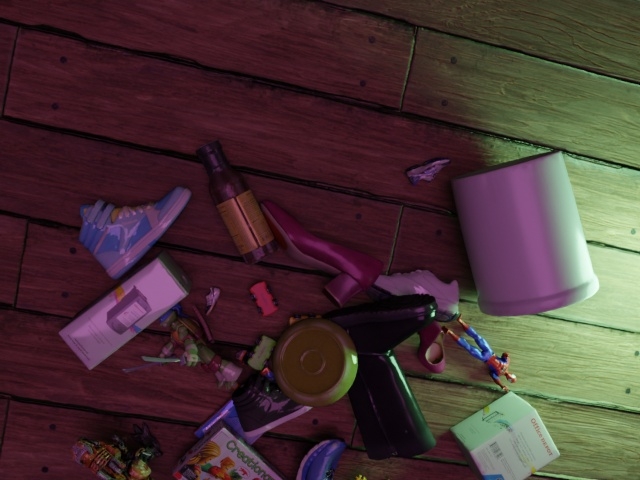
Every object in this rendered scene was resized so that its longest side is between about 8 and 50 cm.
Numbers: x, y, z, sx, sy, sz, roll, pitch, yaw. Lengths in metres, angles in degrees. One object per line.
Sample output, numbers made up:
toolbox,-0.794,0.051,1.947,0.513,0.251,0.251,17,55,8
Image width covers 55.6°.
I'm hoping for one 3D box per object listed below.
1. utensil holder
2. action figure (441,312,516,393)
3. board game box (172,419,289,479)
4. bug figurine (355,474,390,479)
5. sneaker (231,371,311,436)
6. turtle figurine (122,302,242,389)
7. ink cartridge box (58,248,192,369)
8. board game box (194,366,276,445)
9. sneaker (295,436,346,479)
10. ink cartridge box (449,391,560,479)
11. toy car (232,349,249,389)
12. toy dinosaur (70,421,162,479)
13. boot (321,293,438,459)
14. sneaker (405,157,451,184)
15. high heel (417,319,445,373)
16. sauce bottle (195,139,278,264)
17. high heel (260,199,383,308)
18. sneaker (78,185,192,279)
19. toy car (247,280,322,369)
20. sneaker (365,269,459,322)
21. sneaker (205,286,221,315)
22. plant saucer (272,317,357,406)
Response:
utensil holder,0.558,-0.025,1.683,0.327,0.327,0.386,-16,95,-6
action figure,0.497,0.343,1.803,0.280,0.139,0.091,42,90,-12
board game box,-0.247,0.683,1.742,0.193,0.053,0.305,-43,108,-3
bug figurine,0.112,0.826,1.799,0.279,0.072,0.216,-48,122,-1
sneaker,-0.116,0.421,1.705,0.295,0.104,0.147,-29,104,-1
turtle figurine,-0.368,0.334,1.649,0.266,0.275,0.198,39,123,-14
ink cartridge box,-0.501,0.170,1.596,0.306,0.226,0.131,-39,100,-4
board game box,-0.214,0.510,1.767,0.281,0.027,0.145,-42,101,-3
sneaker,0.001,0.719,1.736,0.129,0.147,0.330,22,93,-54
ink cartridge box,0.545,0.601,1.812,0.232,0.168,0.171,-30,99,-5
toy car,-0.238,0.368,1.739,0.040,0.060,0.122,21,84,22
toy dinosaur,-0.517,0.627,1.637,0.164,0.218,0.322,-35,99,-5
boot,0.221,0.388,1.685,0.146,0.366,0.446,-22,96,-48
sneaker,0.318,-0.202,1.774,0.135,0.052,0.058,-20,107,1
high heel,0.338,0.316,1.754,0.082,0.117,0.244,-32,121,-19
sauce bottle,-0.232,-0.107,1.668,0.111,0.111,0.345,-25,98,-5
high heel,0.000,0.000,1.712,0.181,0.127,0.377,-40,90,-19
sneaker,-0.512,-0.070,1.624,0.208,0.127,0.319,44,87,-11
toy car,-0.139,0.261,1.735,0.239,0.053,0.225,32,84,-9
sneaker,0.265,0.144,1.776,0.296,0.111,0.129,17,63,-1
sneaker,-0.312,0.171,1.725,0.036,0.032,0.083,23,86,4
plant saucer,-0.020,0.328,1.647,0.240,0.037,0.241,-3,76,11
